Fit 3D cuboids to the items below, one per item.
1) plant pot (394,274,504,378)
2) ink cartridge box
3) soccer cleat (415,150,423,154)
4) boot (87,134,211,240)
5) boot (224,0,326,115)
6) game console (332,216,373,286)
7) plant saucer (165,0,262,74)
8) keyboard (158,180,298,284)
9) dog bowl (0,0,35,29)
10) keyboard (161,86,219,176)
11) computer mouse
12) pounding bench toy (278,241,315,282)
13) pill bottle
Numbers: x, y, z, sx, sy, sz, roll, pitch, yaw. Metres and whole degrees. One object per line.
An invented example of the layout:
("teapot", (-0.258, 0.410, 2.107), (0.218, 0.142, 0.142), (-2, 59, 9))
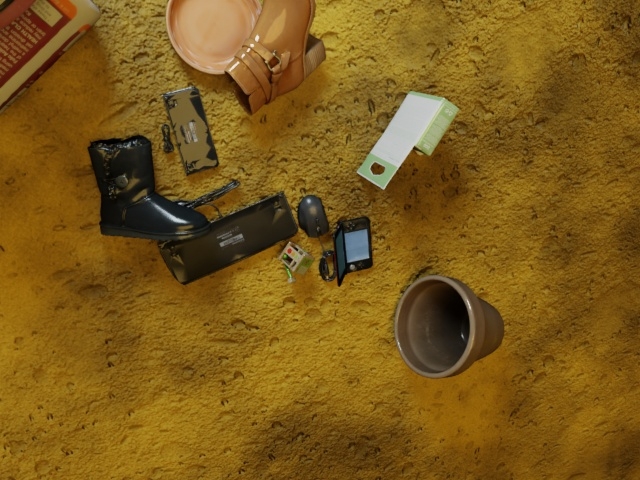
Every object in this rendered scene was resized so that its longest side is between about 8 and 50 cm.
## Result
("plant pot", (0.365, 0.234, 1.510), (0.229, 0.263, 0.263), (11, 106, -39))
("ink cartridge box", (0.195, -0.226, 1.307), (0.056, 0.171, 0.235), (28, 99, -25))
("soccer cleat", (0.241, -0.247, 1.390), (0.029, 0.035, 0.083), (-20, 114, -11))
("boot", (-0.356, -0.110, 1.184), (0.247, 0.094, 0.207), (3, 111, 4))
("boot", (-0.116, -0.408, 1.133), (0.220, 0.109, 0.283), (-41, 147, -14))
("game console", (0.082, 0.027, 1.409), (0.124, 0.085, 0.144), (-12, 113, -14))
("plant saucer", (-0.215, -0.445, 1.164), (0.200, 0.037, 0.200), (-6, 112, -16))
("keyboard", (-0.223, -0.038, 1.314), (0.317, 0.033, 0.201), (-24, 116, -10))
("dog bowl", (-0.548, -0.460, 0.791), (0.408, 0.150, 0.408), (-2, 80, 9))
("keyboard", (-0.293, -0.231, 1.225), (0.108, 0.023, 0.180), (-20, 114, -18))
("computer mouse", (0.000, 0.000, 1.397), (0.071, 0.041, 0.242), (-23, 115, -10))
("pounding bench toy", (-0.068, 0.055, 1.377), (0.083, 0.065, 0.052), (-56, 148, 7))
("pill bottle", (-0.598, -0.343, 0.969), (0.392, 0.224, 0.224), (-44, 116, 0))
